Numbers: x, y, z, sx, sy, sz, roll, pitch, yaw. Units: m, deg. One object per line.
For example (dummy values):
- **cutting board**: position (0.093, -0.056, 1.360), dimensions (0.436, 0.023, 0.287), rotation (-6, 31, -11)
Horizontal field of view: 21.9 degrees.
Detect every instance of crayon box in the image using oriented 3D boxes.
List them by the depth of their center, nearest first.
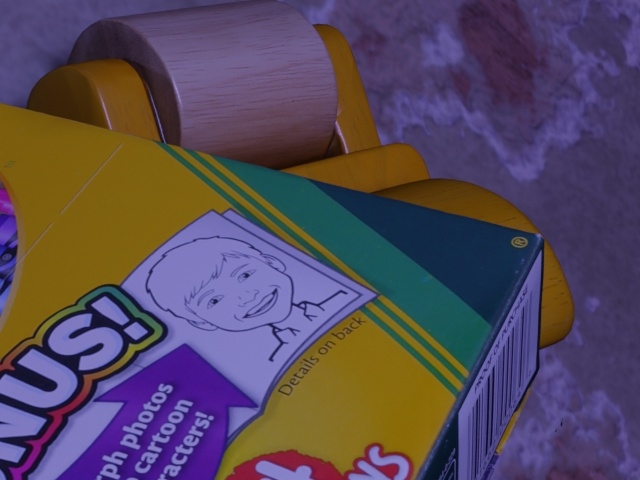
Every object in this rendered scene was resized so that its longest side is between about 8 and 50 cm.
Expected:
- **crayon box**: position (-0.112, 0.108, 0.706), dimensions (0.106, 0.313, 0.363), rotation (86, 27, -43)

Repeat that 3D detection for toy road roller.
- **toy road roller**: position (0.000, 0.000, 0.960), dimensions (0.202, 0.241, 0.329), rotation (-16, 86, -42)
